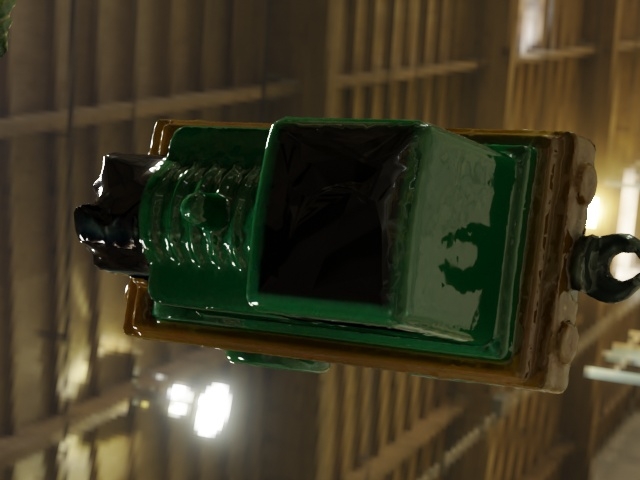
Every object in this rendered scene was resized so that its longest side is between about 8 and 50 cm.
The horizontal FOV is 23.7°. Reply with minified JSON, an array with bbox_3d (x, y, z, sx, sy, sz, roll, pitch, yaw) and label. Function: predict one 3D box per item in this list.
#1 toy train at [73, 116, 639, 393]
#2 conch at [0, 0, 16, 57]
[{"bbox_3d":[0.000,0.000,1.024,0.249,0.429,0.178,15,-99,-57],"label":"toy train"},{"bbox_3d":[-0.237,-0.213,0.987,0.095,0.079,0.201,-23,-50,-35],"label":"conch"}]
